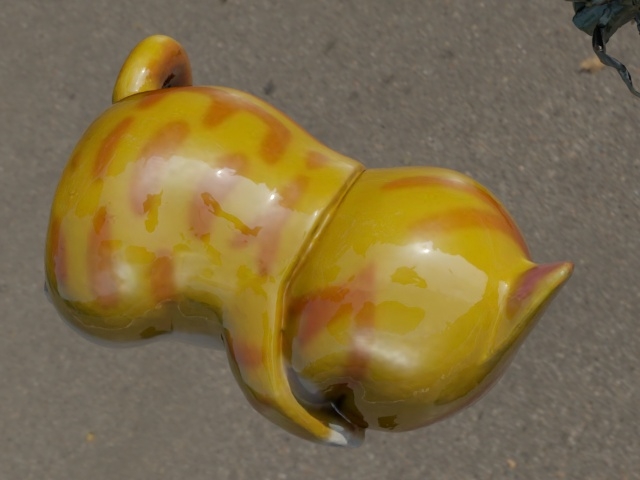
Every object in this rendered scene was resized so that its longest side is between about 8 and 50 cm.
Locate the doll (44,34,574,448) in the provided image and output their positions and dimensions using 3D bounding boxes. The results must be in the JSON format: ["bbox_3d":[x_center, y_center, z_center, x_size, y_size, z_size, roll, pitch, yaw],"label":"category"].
[{"bbox_3d":[-0.016,0.012,0.629,0.269,0.166,0.162,25,98,9],"label":"doll"}]

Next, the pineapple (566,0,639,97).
[{"bbox_3d":[0.363,-0.273,1.123,0.271,0.262,0.262,-23,57,51],"label":"pineapple"}]
